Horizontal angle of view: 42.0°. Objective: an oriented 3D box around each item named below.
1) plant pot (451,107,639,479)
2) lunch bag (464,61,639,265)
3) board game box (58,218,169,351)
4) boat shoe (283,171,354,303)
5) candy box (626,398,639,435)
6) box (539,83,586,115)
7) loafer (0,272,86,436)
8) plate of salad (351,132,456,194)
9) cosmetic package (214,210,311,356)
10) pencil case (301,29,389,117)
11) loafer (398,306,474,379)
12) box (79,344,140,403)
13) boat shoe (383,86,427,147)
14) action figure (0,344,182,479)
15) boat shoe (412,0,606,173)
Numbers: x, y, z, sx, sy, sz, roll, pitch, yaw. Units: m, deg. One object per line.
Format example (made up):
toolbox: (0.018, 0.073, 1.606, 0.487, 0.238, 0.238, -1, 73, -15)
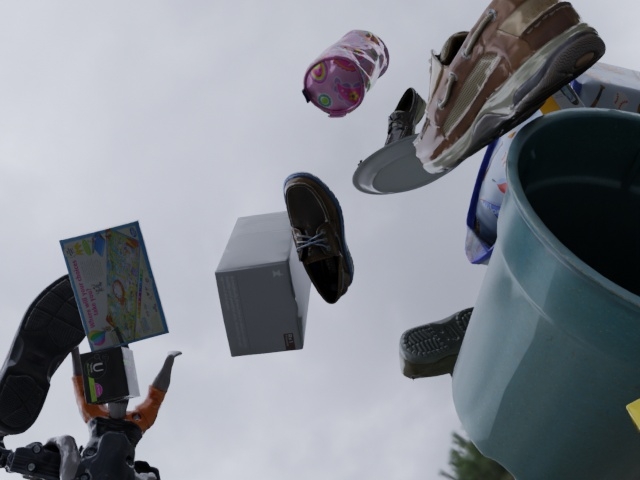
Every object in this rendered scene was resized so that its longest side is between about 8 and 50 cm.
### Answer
plant pot: (0.310, 0.088, 0.910, 0.341, 0.341, 0.334, -22, -37, -36)
lunch bag: (0.461, -0.099, 1.450, 0.328, 0.239, 0.385, 10, -62, -18)
board game box: (-0.266, 0.059, 1.082, 0.103, 0.026, 0.154, -14, -81, -8)
boat shoe: (0.000, 0.000, 1.051, 0.066, 0.066, 0.183, -75, -34, -54)
candy box: (0.251, 0.197, 0.499, 0.027, 0.206, 0.105, -31, -57, 13)
box: (0.310, -0.187, 1.098, 0.028, 0.136, 0.081, -36, -12, 39)
loafer: (-0.472, 0.183, 1.375, 0.109, 0.095, 0.302, 39, -132, -25)
plate of salad: (0.143, -0.129, 1.325, 0.200, 0.048, 0.200, -14, -20, -6)
cosmetic package: (-0.072, 0.051, 1.141, 0.238, 0.107, 0.127, -74, -24, -72)
pencil case: (0.054, -0.325, 1.607, 0.284, 0.124, 0.124, -61, -24, -62)
loafer: (0.234, 0.181, 1.439, 0.251, 0.094, 0.087, -6, -45, -26)
box: (-0.254, 0.164, 1.007, 0.052, 0.083, 0.062, -11, -100, -6)
boat shoe: (0.136, -0.201, 1.426, 0.049, 0.056, 0.152, 50, -133, -29)
action figure: (-0.396, 0.324, 1.379, 0.341, 0.178, 0.330, 11, -115, -18)
boat shoe: (0.175, -0.171, 0.891, 0.123, 0.324, 0.116, -33, -94, -23)
